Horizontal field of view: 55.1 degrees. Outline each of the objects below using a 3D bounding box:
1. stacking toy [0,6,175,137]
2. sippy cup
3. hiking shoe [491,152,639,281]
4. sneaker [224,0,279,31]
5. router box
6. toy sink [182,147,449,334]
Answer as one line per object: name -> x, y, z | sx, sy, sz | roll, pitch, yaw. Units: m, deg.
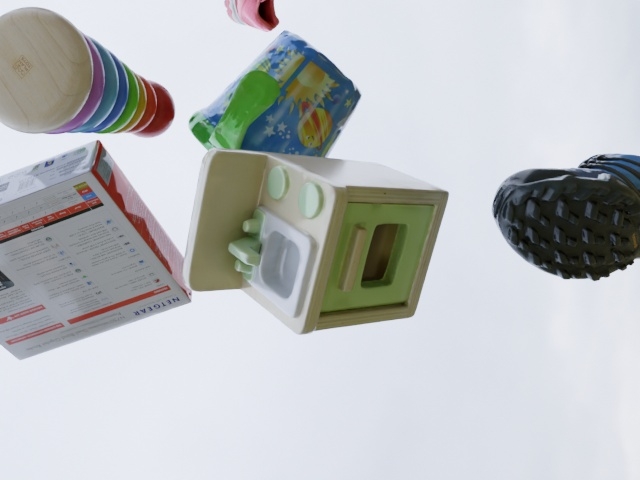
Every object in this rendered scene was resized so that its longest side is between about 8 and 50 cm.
stacking toy -> -0.297, -0.201, 0.833 | 0.330, 0.141, 0.141 | -23, -68, -79
sippy cup -> -0.059, -0.206, 1.009 | 0.240, 0.305, 0.224 | 34, -79, -27
hiking shoe -> 0.292, -0.035, 0.652 | 0.304, 0.132, 0.113 | 5, -56, -26
sneaker -> -0.152, -0.595, 1.347 | 0.116, 0.136, 0.314 | -45, -27, -17
router box -> -0.421, 0.032, 0.971 | 0.082, 0.335, 0.301 | -101, -10, -47
toy sink -> 0.000, 0.000, 0.634 | 0.234, 0.131, 0.153 | 0, -70, -39
